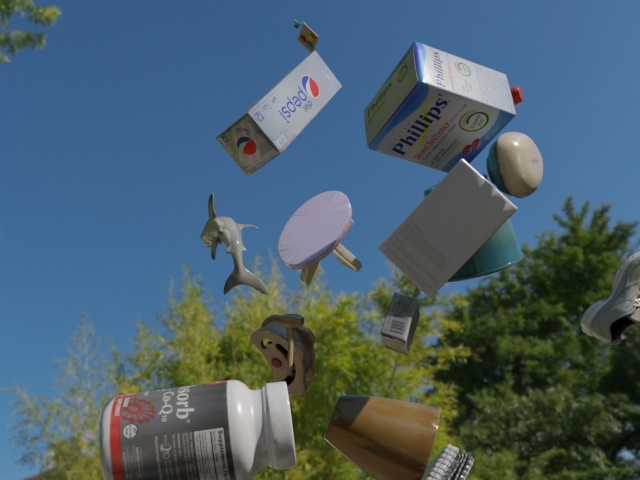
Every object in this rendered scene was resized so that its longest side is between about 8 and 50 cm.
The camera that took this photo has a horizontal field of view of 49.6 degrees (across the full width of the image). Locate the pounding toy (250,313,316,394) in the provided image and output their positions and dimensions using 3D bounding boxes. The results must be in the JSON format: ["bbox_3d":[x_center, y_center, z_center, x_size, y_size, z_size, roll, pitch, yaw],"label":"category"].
[{"bbox_3d":[-0.111,0.298,1.794,0.154,0.155,0.270,9,-60,22],"label":"pounding toy"}]

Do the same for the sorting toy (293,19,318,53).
[{"bbox_3d":[-0.041,-0.499,1.687,0.012,0.083,0.062,-32,-19,-31],"label":"sorting toy"}]

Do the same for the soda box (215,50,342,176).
[{"bbox_3d":[-0.069,-0.238,1.272,0.098,0.286,0.091,-29,-72,39],"label":"soda box"}]

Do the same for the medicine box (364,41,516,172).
[{"bbox_3d":[0.299,-0.330,1.785,0.289,0.149,0.263,12,-36,-22],"label":"medicine box"}]

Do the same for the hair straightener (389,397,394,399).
[{"bbox_3d":[0.219,0.591,2.320,0.047,0.089,0.230,-20,-32,-23],"label":"hair straightener"}]

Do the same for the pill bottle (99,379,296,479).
[{"bbox_3d":[-0.238,0.394,1.391,0.362,0.210,0.210,-7,-32,-5],"label":"pill bottle"}]

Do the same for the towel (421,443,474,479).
[{"bbox_3d":[0.329,0.741,2.005,0.235,0.121,0.284,-47,-14,-36],"label":"towel"}]

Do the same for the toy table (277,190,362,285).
[{"bbox_3d":[0.000,0.000,2.075,0.274,0.252,0.161,-43,-35,-11],"label":"toy table"}]

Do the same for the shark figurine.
[{"bbox_3d":[-0.186,-0.003,1.567,0.116,0.278,0.166,-2,-63,-27],"label":"shark figurine"}]

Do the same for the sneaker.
[{"bbox_3d":[0.762,0.148,1.691,0.099,0.121,0.263,30,-81,-22],"label":"sneaker"}]

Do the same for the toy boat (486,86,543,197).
[{"bbox_3d":[0.526,-0.273,1.970,0.148,0.319,0.267,-13,-4,32],"label":"toy boat"}]

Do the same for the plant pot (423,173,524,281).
[{"bbox_3d":[0.406,-0.044,1.952,0.271,0.255,0.272,-16,7,2],"label":"plant pot"}]

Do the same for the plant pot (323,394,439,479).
[{"bbox_3d":[0.145,0.502,1.782,0.254,0.237,0.237,19,-35,4],"label":"plant pot"}]

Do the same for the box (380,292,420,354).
[{"bbox_3d":[0.223,0.232,1.922,0.072,0.126,0.137,14,-23,18],"label":"box"}]

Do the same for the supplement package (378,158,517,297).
[{"bbox_3d":[0.311,-0.030,1.691,0.293,0.177,0.175,-47,-8,11],"label":"supplement package"}]
